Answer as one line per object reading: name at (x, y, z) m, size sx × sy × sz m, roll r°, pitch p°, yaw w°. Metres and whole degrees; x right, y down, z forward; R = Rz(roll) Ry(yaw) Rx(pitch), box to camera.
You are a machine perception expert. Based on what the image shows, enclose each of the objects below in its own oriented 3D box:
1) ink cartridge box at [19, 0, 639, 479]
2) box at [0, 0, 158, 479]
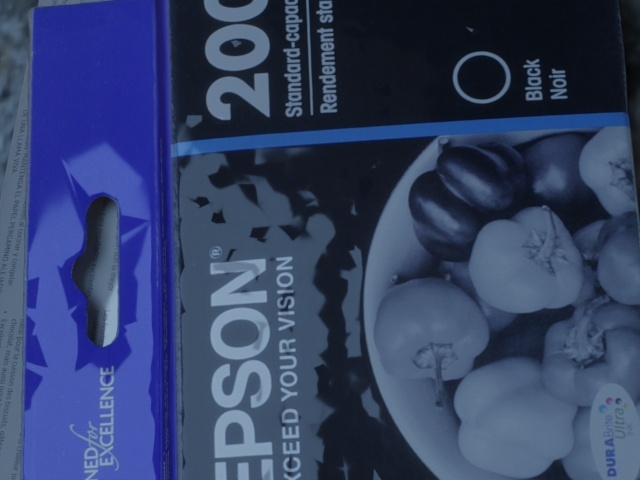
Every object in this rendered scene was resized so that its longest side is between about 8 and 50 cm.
ink cartridge box at (0.000, 0.000, 0.621) m, size 0.208 × 0.045 × 0.206 m, roll -5°, pitch 71°, yaw 5°
box at (-0.082, 0.044, 0.678) m, size 0.067 × 0.063 × 0.324 m, roll -2°, pitch 70°, yaw 25°
